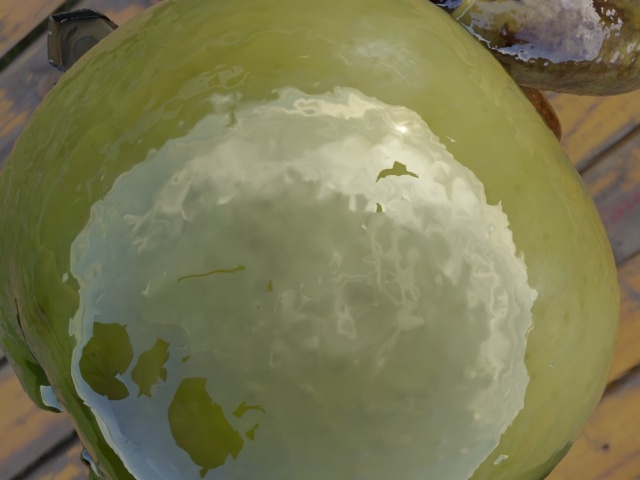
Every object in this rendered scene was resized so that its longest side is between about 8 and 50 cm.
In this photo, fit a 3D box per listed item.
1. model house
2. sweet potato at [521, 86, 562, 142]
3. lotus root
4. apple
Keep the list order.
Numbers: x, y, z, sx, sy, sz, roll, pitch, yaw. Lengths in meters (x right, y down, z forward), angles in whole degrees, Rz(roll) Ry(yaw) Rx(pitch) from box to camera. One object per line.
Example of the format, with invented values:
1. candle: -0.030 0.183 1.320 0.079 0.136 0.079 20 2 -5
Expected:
1. model house: -0.239 -0.201 1.598 0.211 0.243 0.204 -49 135 1
2. sweet potato: 0.219 -0.106 1.375 0.049 0.117 0.049 -5 138 -4
3. lotus root: 0.180 -0.184 1.083 0.260 0.145 0.128 2 127 -33
4. apple: -0.002 0.031 0.633 0.258 0.233 0.295 -34 117 -17
